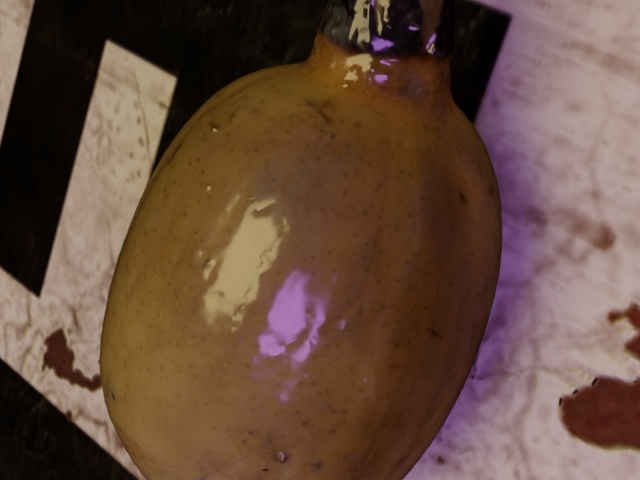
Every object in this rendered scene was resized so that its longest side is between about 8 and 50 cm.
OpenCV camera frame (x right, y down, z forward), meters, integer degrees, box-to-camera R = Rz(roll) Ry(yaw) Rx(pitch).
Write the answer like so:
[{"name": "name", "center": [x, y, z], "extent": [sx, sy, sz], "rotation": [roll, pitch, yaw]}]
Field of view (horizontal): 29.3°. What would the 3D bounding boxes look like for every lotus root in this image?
[{"name": "lotus root", "center": [0.000, 0.000, 0.591], "extent": [0.183, 0.183, 0.310], "rotation": [34, 112, 35]}]
